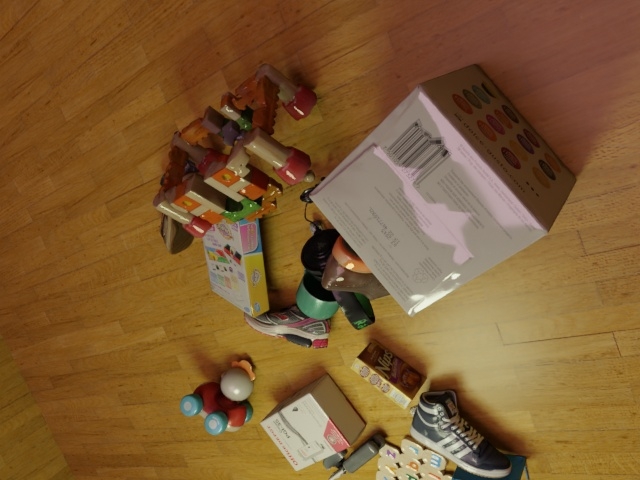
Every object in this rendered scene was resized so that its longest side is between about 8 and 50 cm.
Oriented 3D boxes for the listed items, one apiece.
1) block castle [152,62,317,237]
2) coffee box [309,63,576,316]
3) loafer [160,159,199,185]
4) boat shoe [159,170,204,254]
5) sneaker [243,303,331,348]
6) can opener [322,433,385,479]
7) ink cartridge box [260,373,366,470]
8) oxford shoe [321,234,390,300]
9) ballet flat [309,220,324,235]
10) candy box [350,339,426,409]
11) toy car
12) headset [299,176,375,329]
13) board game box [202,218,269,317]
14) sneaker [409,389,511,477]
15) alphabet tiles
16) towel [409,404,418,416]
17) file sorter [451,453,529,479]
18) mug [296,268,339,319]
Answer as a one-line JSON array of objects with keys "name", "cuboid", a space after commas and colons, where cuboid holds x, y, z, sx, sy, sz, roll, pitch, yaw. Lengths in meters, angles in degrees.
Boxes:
[{"name": "block castle", "cuboid": [-0.210, -0.209, 1.447, 0.453, 0.303, 0.213, -25, 138, 36]}, {"name": "coffee box", "cuboid": [0.259, -0.111, 1.159, 0.337, 0.334, 0.338, 51, 129, 4]}, {"name": "loafer", "cuboid": [-0.443, -0.202, 1.747, 0.170, 0.062, 0.061, -31, 96, 39]}, {"name": "boat shoe", "cuboid": [-0.452, -0.103, 1.754, 0.123, 0.123, 0.342, 48, 141, 20]}, {"name": "sneaker", "cuboid": [-0.097, 0.240, 1.687, 0.299, 0.121, 0.112, 10, 88, 28]}, {"name": "can opener", "cuboid": [0.091, 0.675, 1.752, 0.095, 0.076, 0.283, 46, 129, 13]}, {"name": "ink cartridge box", "cuboid": [-0.028, 0.585, 1.769, 0.207, 0.117, 0.283, 52, 127, 4]}, {"name": "oxford shoe", "cuboid": [0.158, 0.068, 1.308, 0.133, 0.363, 0.130, -59, 39, 30]}, {"name": "ballet flat", "cuboid": [0.000, 0.000, 1.560, 0.041, 0.041, 0.114, -3, 109, 34]}, {"name": "candy box", "cuboid": [0.189, 0.369, 1.546, 0.186, 0.109, 0.053, 34, 124, 16]}, {"name": "toy car", "cuboid": [-0.316, 0.506, 1.907, 0.210, 0.219, 0.238, 28, 93, 22]}, {"name": "headset", "cuboid": [0.057, 0.030, 1.436, 0.185, 0.243, 0.394, -28, 75, 8]}, {"name": "board game box", "cuboid": [-0.263, 0.044, 1.671, 0.242, 0.064, 0.316, 24, 127, 44]}, {"name": "sneaker", "cuboid": [0.374, 0.502, 1.474, 0.282, 0.099, 0.153, 18, 111, 32]}, {"name": "alphabet tiles", "cuboid": [0.299, 0.727, 1.679, 0.278, 0.021, 0.284, 17, 117, 29]}, {"name": "towel", "cuboid": [0.299, 0.494, 1.589, 0.083, 0.009, 0.060, -39, 86, 37]}, {"name": "file sorter", "cuboid": [0.459, 0.647, 1.485, 0.170, 0.118, 0.104, -8, 109, 35]}, {"name": "mug", "cuboid": [-0.001, 0.150, 1.579, 0.129, 0.158, 0.097, 19, 127, -2]}]
